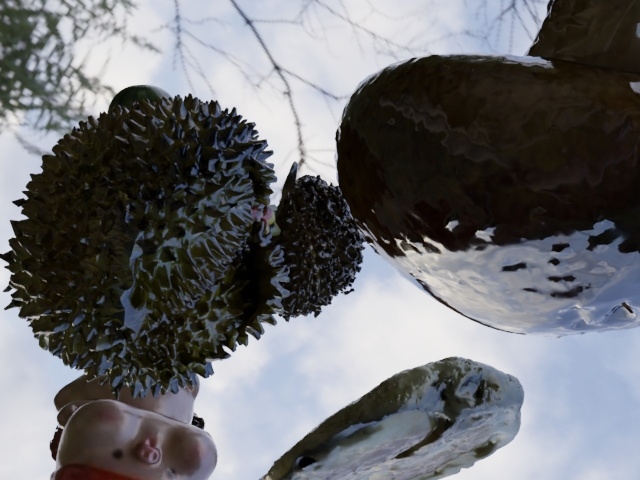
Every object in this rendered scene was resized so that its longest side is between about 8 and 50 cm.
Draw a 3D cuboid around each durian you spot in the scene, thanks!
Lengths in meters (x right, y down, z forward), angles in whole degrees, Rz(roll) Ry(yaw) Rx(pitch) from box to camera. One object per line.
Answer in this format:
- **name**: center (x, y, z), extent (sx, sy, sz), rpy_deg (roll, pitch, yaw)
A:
- **durian**: center (0.000, 0.000, 1.105), extent (0.091, 0.188, 0.148), rpy_deg (7, -146, 35)
- **durian**: center (-0.148, -0.009, 0.926), extent (0.258, 0.258, 0.293), rpy_deg (17, -126, 36)

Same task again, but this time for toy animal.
- **toy animal**: center (-0.196, 0.216, 1.056), extent (0.171, 0.171, 0.198), rpy_deg (-38, -148, 16)

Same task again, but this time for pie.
- **pie**: center (0.084, 0.235, 1.221), extent (0.339, 0.339, 0.077), rpy_deg (-33, -119, 20)

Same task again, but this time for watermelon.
- **watermelon**: center (-0.230, -0.152, 1.359), extent (0.109, 0.109, 0.109), rpy_deg (-12, -113, 30)

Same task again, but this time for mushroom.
- **mushroom**: center (0.169, -0.100, 0.744), extent (0.331, 0.334, 0.356), rpy_deg (-17, -84, -9)

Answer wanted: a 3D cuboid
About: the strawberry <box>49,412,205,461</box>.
- **strawberry**: center (-0.234, 0.257, 1.330), extent (0.208, 0.087, 0.167), rpy_deg (20, -84, 24)
